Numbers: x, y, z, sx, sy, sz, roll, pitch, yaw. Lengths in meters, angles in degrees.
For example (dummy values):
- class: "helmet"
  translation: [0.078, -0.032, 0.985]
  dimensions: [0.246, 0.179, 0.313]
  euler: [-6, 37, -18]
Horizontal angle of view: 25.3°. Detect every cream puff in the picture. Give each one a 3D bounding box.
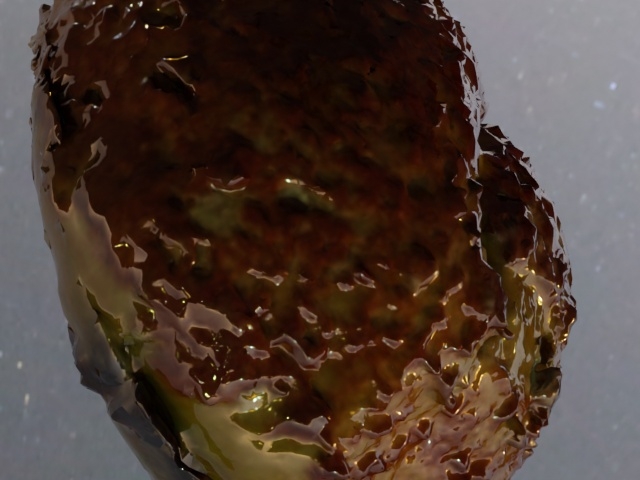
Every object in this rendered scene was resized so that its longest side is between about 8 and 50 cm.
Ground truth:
- class: "cream puff"
  translation: [0.000, 0.000, 0.494]
  dimensions: [0.164, 0.240, 0.240]
  euler: [-13, -134, 6]
